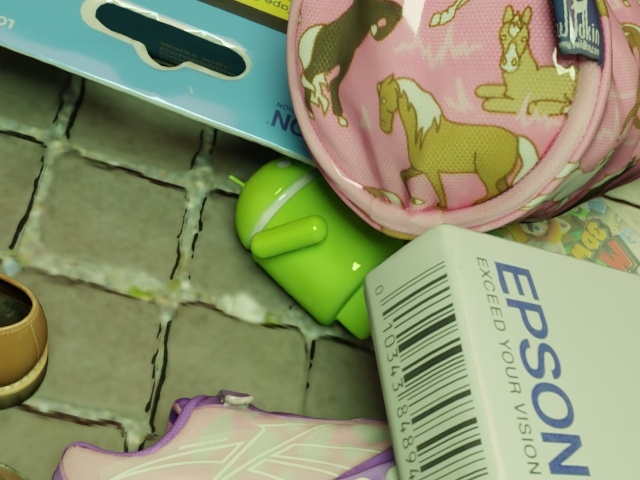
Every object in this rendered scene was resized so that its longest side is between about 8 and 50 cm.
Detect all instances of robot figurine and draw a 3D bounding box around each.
[{"bbox_3d":[0.000,0.000,0.603,0.115,0.067,0.101,44,25,13],"label":"robot figurine"}]

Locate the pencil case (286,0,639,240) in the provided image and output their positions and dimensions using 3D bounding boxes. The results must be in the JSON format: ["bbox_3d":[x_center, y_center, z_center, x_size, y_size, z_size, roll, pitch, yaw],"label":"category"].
[{"bbox_3d":[0.146,-0.109,0.614,0.386,0.167,0.160,-16,69,-55],"label":"pencil case"}]

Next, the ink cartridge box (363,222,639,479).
[{"bbox_3d":[0.187,0.171,0.485,0.330,0.071,0.324,11,55,-34],"label":"ink cartridge box"}]

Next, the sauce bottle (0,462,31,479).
[{"bbox_3d":[-0.161,0.239,0.339,0.111,0.111,0.344,12,52,-13],"label":"sauce bottle"}]

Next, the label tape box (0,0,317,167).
[{"bbox_3d":[-0.066,-0.182,0.684,0.249,0.115,0.348,19,55,-7],"label":"label tape box"}]

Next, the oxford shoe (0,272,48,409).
[{"bbox_3d":[-0.226,0.011,0.503,0.212,0.076,0.076,16,53,-8],"label":"oxford shoe"}]

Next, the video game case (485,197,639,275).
[{"bbox_3d":[0.171,0.029,0.683,0.166,0.015,0.119,46,52,14],"label":"video game case"}]

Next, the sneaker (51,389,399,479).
[{"bbox_3d":[-0.022,0.110,0.505,0.236,0.095,0.104,-13,54,-28],"label":"sneaker"}]
